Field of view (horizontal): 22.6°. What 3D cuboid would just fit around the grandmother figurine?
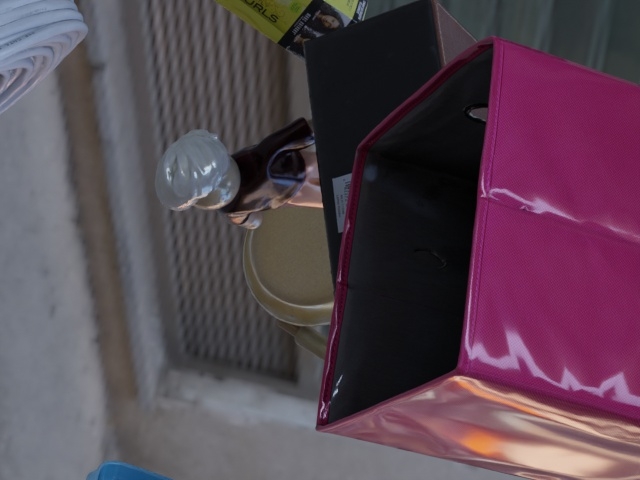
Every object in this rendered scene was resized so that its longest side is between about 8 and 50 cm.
[{"bbox_3d":[-0.042,-0.072,1.830,0.342,0.104,0.208,-1,135,-43],"label":"grandmother figurine"}]

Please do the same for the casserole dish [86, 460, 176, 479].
[{"bbox_3d":[-0.207,0.338,1.979,0.114,0.188,0.037,-91,-154,-59],"label":"casserole dish"}]

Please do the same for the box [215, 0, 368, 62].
[{"bbox_3d":[-0.066,-0.290,1.777,0.087,0.232,0.058,-45,-162,35],"label":"box"}]

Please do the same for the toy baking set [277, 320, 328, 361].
[{"bbox_3d":[0.041,0.086,2.212,0.197,0.256,0.030,-49,147,-25],"label":"toy baking set"}]

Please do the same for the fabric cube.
[{"bbox_3d":[0.175,0.033,1.212,0.254,0.258,0.259,143,-41,-63],"label":"fabric cube"}]

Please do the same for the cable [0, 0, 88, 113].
[{"bbox_3d":[-0.298,-0.126,1.214,0.257,0.089,0.257,-34,179,-12],"label":"cable"}]

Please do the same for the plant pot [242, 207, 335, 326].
[{"bbox_3d":[0.000,0.000,2.130,0.032,0.236,0.236,-139,-128,-57],"label":"plant pot"}]

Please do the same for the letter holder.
[{"bbox_3d":[0.113,-0.058,1.648,0.214,0.152,0.301,28,51,-57],"label":"letter holder"}]
